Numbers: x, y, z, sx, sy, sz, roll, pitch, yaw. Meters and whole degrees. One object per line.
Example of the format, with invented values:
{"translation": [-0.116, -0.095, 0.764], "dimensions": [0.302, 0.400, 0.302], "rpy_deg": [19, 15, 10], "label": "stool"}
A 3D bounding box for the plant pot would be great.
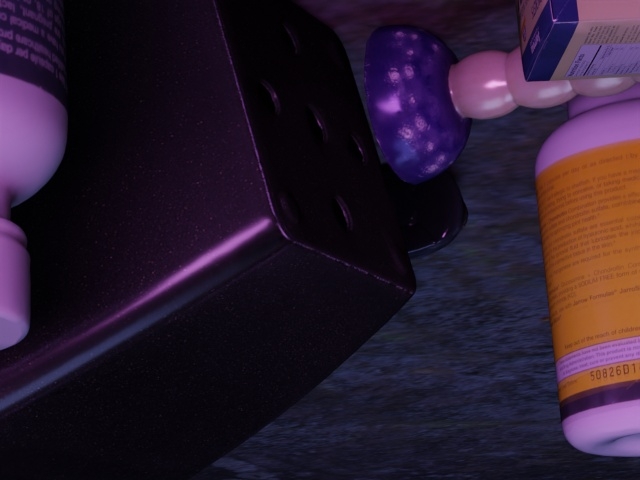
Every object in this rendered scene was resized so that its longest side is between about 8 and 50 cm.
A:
{"translation": [-0.071, -0.014, 0.759], "dimensions": [0.167, 0.188, 0.187], "rpy_deg": [-23, 158, 21], "label": "plant pot"}

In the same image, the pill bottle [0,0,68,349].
{"translation": [-0.128, -0.059, 0.547], "dimensions": [0.108, 0.180, 0.108], "rpy_deg": [-4, 165, -1], "label": "pill bottle"}

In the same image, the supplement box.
{"translation": [0.110, -0.103, 0.634], "dimensions": [0.083, 0.083, 0.056], "rpy_deg": [-4, 164, -5], "label": "supplement box"}

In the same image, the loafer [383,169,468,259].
{"translation": [0.000, 0.000, 1.036], "dimensions": [0.170, 0.062, 0.061], "rpy_deg": [-6, 170, 13], "label": "loafer"}

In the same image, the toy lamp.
{"translation": [0.155, -0.079, 0.747], "dimensions": [0.275, 0.080, 0.080], "rpy_deg": [-12, 163, 25], "label": "toy lamp"}

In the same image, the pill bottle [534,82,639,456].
{"translation": [0.150, -0.001, 0.829], "dimensions": [0.103, 0.184, 0.103], "rpy_deg": [-4, 165, -1], "label": "pill bottle"}
